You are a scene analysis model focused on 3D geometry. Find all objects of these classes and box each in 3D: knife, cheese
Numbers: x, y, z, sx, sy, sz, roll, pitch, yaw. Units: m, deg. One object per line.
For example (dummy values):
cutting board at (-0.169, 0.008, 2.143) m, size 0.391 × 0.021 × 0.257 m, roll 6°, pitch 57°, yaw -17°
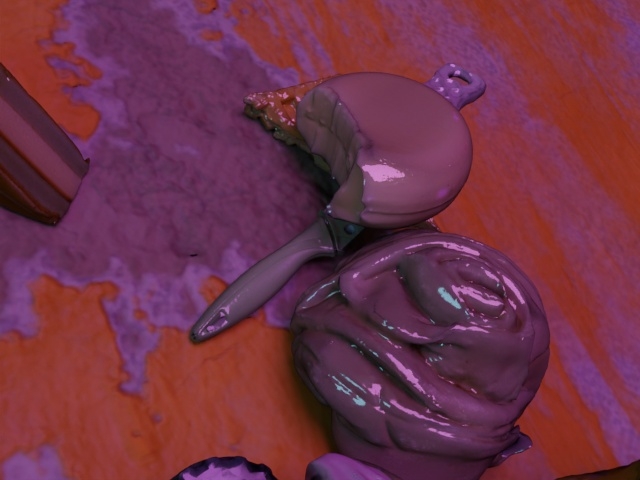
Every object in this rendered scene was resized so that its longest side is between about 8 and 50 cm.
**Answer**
knife at (-0.001, 0.001, 0.765) m, size 0.043 × 0.020 × 0.293 m, roll 45°, pitch 57°, yaw 6°
cheese at (0.092, -0.094, 0.797) m, size 0.249 × 0.071 × 0.163 m, roll -19°, pitch 52°, yaw -34°

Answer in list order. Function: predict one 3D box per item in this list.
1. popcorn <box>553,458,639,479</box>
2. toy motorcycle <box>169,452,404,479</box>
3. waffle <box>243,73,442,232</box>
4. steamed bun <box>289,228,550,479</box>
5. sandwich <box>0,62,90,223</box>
popcorn at (0.295, 0.241, 0.615) m, size 0.315 × 0.297 × 0.281 m, roll 10°, pitch 66°, yaw -23°
toy motorcycle at (0.024, 0.272, 0.550) m, size 0.188 × 0.143 × 0.327 m, roll -20°, pitch 79°, yaw -36°
waffle at (0.020, -0.064, 0.826) m, size 0.125 × 0.032 × 0.191 m, roll -19°, pitch 72°, yaw -35°
steamed bun at (0.096, 0.082, 0.702) m, size 0.218 × 0.144 × 0.211 m, roll -32°, pitch 79°, yaw -37°
sandwich at (-0.278, -0.080, 0.687) m, size 0.163 × 0.113 × 0.079 m, roll 51°, pitch 40°, yaw -38°
